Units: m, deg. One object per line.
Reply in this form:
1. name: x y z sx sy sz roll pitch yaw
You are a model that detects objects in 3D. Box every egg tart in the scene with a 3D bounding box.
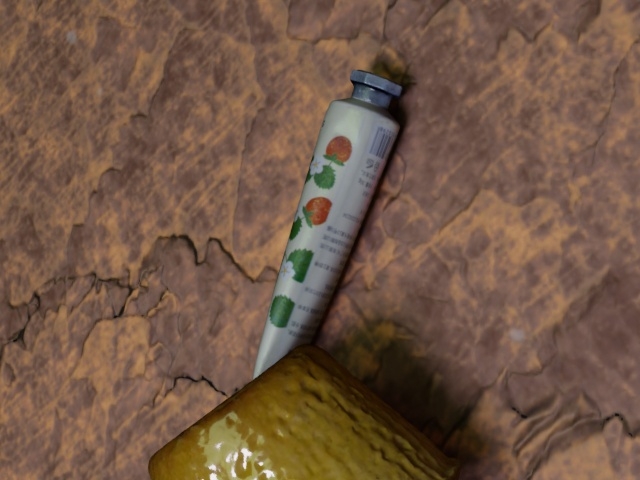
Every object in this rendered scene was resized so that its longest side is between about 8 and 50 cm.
1. egg tart: -0.014 0.179 1.159 0.215 0.215 0.171 -37 86 25

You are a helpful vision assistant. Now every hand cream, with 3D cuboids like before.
1. hand cream: 0.000 0.000 1.284 0.059 0.095 0.276 20 90 15
